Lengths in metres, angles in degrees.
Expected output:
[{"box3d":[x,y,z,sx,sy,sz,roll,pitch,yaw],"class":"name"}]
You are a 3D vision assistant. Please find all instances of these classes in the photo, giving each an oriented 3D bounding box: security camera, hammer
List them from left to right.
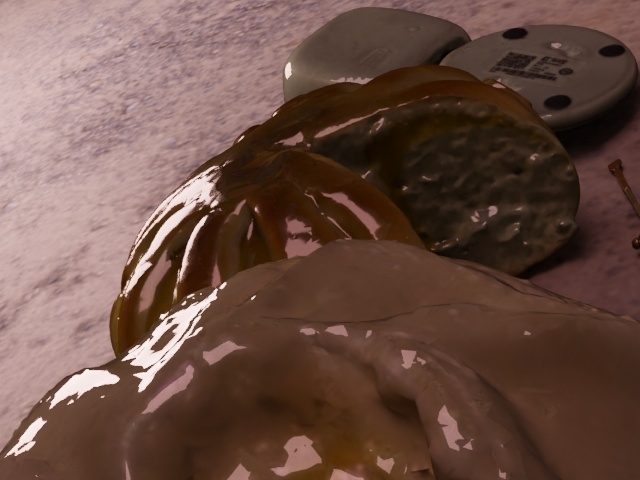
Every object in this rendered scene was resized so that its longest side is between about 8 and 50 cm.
[{"box3d":[0.111,-0.123,1.149,0.302,0.080,0.157,13,39,35],"class":"security camera"},{"box3d":[0.213,-0.026,0.968,0.029,0.014,0.123,-14,27,5],"class":"hammer"}]

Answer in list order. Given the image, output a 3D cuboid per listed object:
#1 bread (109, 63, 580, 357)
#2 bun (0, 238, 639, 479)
[{"box3d":[0.000,0.000,0.949,0.333,0.160,0.333,-21,28,12],"class":"bread"},{"box3d":[0.034,0.150,0.506,0.365,0.219,0.365,1,57,-1],"class":"bun"}]
